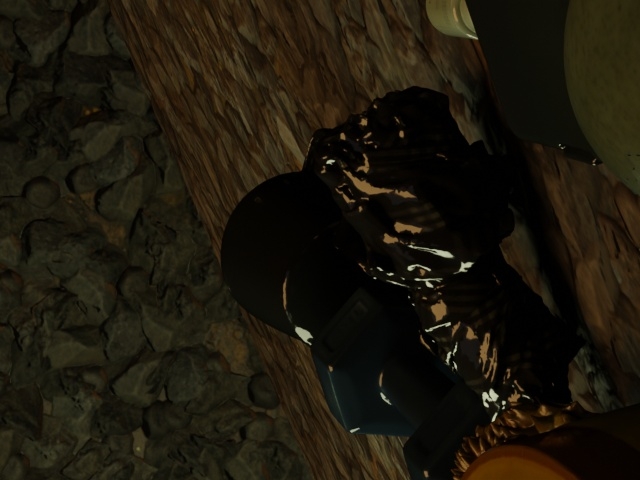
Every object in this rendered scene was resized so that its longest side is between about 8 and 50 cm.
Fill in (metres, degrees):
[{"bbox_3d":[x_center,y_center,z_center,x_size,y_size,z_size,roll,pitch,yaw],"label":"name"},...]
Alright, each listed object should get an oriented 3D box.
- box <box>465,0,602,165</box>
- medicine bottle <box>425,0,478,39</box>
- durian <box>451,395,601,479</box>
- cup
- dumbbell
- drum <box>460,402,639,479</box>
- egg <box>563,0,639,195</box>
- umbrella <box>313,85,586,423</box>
[{"bbox_3d":[0.153,-0.127,1.085,0.160,0.050,0.230,69,168,-15],"label":"box"},{"bbox_3d":[0.107,-0.163,1.234,0.047,0.047,0.083,68,168,-14],"label":"medicine bottle"},{"bbox_3d":[0.187,0.228,1.331,0.183,0.138,0.249,17,141,46],"label":"durian"},{"bbox_3d":[0.000,0.000,1.850,0.176,0.169,0.223,39,121,58],"label":"cup"},{"bbox_3d":[0.110,0.157,1.655,0.325,0.160,0.144,-139,57,-63],"label":"dumbbell"},{"bbox_3d":[0.234,0.276,0.917,0.431,0.214,0.431,167,90,-73],"label":"drum"},{"bbox_3d":[0.186,-0.085,0.705,0.169,0.169,0.236,64,170,7],"label":"egg"},{"bbox_3d":[0.130,0.030,1.394,0.336,0.154,0.128,49,-151,-3],"label":"umbrella"}]
